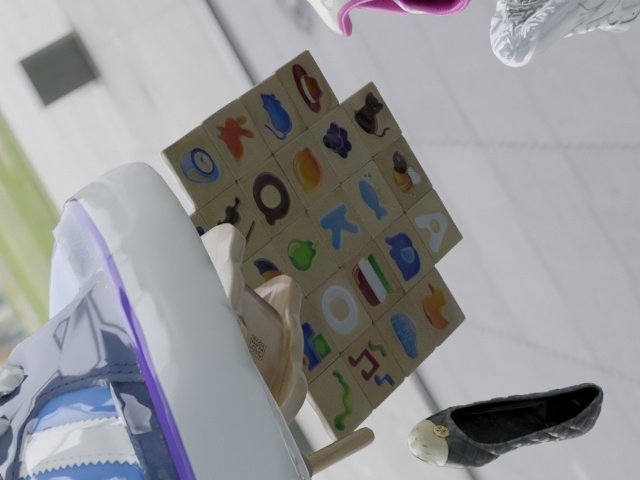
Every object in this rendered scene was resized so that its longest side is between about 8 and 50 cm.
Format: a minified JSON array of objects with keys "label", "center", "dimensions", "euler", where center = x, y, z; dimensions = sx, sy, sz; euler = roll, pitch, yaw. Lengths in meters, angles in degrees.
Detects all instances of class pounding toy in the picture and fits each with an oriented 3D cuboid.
[{"label":"pounding toy","center":[-0.068,0.127,1.417],"dimensions":[0.155,0.154,0.269],"euler":[43,-158,-25]}]

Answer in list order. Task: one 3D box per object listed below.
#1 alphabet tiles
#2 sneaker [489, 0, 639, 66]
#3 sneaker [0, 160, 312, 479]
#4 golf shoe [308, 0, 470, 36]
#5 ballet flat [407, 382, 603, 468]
[{"label":"alphabet tiles","center":[0.000,0.000,1.711],"dimensions":[0.011,0.342,0.285],"euler":[-25,100,41]},{"label":"sneaker","center":[0.258,-0.230,1.903],"dimensions":[0.090,0.232,0.115],"euler":[19,148,51]},{"label":"sneaker","center":[-0.108,0.133,0.623],"dimensions":[0.130,0.236,0.323],"euler":[69,177,-52]},{"label":"golf shoe","center":[0.076,-0.193,1.198],"dimensions":[0.140,0.306,0.115],"euler":[57,139,18]},{"label":"ballet flat","center":[0.144,0.139,1.558],"dimensions":[0.057,0.173,0.049],"euler":[58,145,34]}]
